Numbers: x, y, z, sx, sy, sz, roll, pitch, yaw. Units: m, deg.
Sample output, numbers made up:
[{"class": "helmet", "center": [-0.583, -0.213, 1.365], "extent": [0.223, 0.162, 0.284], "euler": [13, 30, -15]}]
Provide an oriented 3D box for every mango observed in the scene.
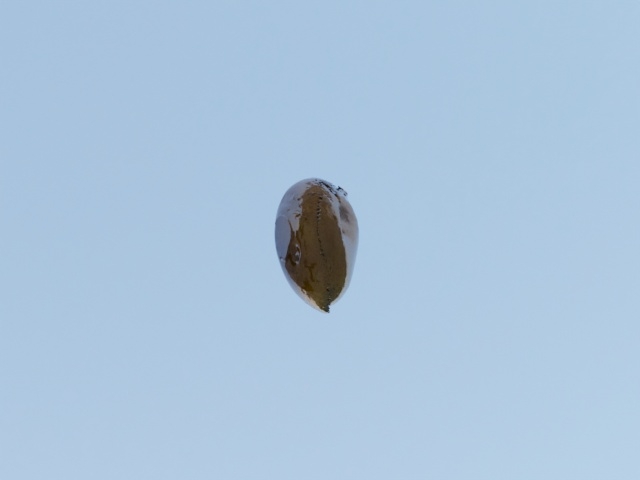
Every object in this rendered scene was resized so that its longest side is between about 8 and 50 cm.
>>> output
[{"class": "mango", "center": [0.000, 0.000, 0.851], "extent": [0.063, 0.127, 0.077], "euler": [-25, -51, 22]}]
